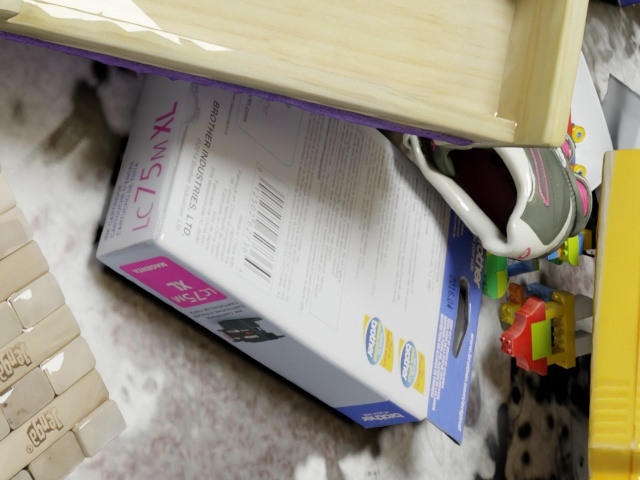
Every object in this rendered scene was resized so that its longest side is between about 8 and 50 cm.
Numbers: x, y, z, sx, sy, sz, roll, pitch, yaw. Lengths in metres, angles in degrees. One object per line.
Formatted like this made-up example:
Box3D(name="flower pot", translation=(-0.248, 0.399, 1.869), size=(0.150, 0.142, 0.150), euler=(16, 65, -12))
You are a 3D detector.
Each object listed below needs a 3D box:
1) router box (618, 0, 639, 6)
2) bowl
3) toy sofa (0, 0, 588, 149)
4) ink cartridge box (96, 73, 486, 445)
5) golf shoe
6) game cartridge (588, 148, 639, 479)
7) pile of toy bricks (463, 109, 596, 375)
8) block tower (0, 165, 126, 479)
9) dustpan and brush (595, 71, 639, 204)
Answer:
Box3D(name="router box", translation=(0.291, -0.402, 1.184), size=(0.335, 0.082, 0.301), euler=(-11, 89, -74))
Box3D(name="bowl", translation=(0.203, -0.107, 1.106), size=(0.142, 0.053, 0.142), euler=(-32, 105, -49))
Box3D(name="toy sofa", translation=(-0.034, -0.152, 0.692), size=(0.362, 0.177, 0.150), euler=(9, 89, -32))
Box3D(name="ink cartridge box", translation=(0.000, 0.000, 0.816), size=(0.311, 0.065, 0.186), euler=(35, 52, -37))
Box3D(name="golf shoe", translation=(0.098, -0.109, 0.884), size=(0.273, 0.105, 0.120), euler=(57, 28, 6))
Box3D(name="game cartridge", translation=(0.243, 0.136, 0.964), size=(0.324, 0.052, 0.285), euler=(-75, 159, -45))
Box3D(name="pile of toy bricks", translation=(0.148, -0.003, 0.988), size=(0.105, 0.118, 0.212), euler=(-12, 107, -24))
Box3D(name="block tower", translation=(-0.205, -0.021, 0.544), size=(0.091, 0.097, 0.335), euler=(-39, 111, -48))
Box3D(name="dustpan and brush", translation=(0.301, -0.044, 1.188), size=(0.147, 0.060, 0.211), euler=(-93, -170, -72))
